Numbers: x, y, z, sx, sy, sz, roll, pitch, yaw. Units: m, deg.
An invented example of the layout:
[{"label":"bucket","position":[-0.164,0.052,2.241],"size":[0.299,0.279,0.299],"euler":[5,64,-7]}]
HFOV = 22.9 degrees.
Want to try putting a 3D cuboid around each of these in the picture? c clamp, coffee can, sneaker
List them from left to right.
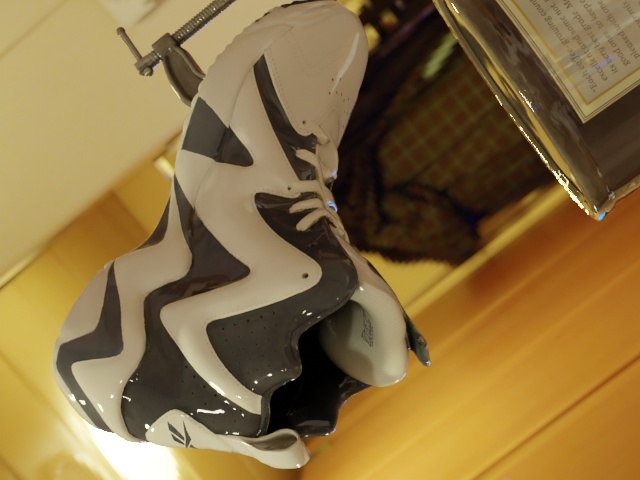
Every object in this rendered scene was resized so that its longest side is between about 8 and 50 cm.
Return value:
[{"label":"c clamp","position":[-0.068,-0.160,1.143],"size":[0.022,0.161,0.137],"euler":[48,-169,-49]},{"label":"sneaker","position":[0.000,0.000,0.710],"size":[0.153,0.235,0.094],"euler":[18,151,29]},{"label":"coffee can","position":[0.233,-0.172,1.020],"size":[0.201,0.275,0.201],"euler":[54,-175,-7]}]
